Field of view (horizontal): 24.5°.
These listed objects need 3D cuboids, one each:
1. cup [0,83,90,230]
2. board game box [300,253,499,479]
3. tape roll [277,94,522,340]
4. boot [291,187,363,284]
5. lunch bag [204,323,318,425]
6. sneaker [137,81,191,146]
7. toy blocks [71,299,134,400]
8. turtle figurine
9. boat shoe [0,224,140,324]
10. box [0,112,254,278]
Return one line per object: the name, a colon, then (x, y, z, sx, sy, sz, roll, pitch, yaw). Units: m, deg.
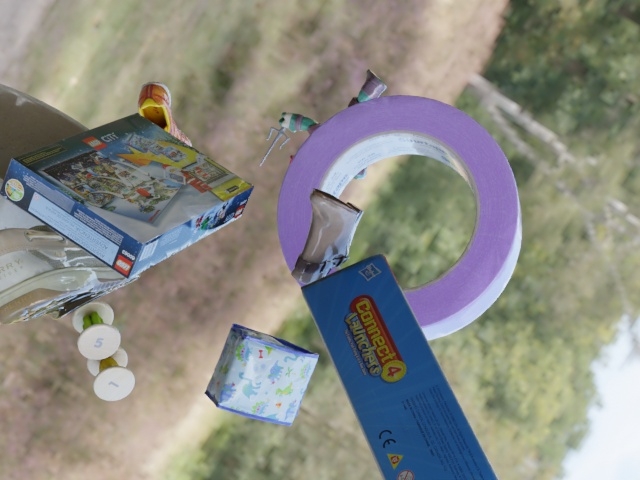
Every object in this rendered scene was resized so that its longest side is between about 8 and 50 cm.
cup: (-0.425, -0.032, 1.916, 0.237, 0.331, 0.331, -58, 177, 19)
board game box: (0.107, 0.219, 1.356, 0.086, 0.308, 0.302, -25, 137, 0)
tape roll: (0.092, -0.024, 1.697, 0.274, 0.275, 0.090, -57, 163, -4)
boot: (0.000, 0.000, 1.388, 0.087, 0.042, 0.118, -57, 155, 6)
lunch bag: (-0.090, 0.217, 2.351, 0.128, 0.151, 0.096, -68, -158, 5)
sneaker: (-0.239, -0.157, 2.212, 0.175, 0.064, 0.067, 68, 19, -45)
toy blocks: (-0.284, 0.115, 1.877, 0.148, 0.054, 0.123, -120, -166, -55)
turtle figurine: (0.031, -0.149, 2.323, 0.234, 0.175, 0.118, -41, -146, 7)
boat shoe: (-0.281, 0.024, 1.594, 0.109, 0.098, 0.302, -27, 176, 12)
box: (-0.189, -0.051, 1.490, 0.233, 0.159, 0.044, -32, 151, -61)
